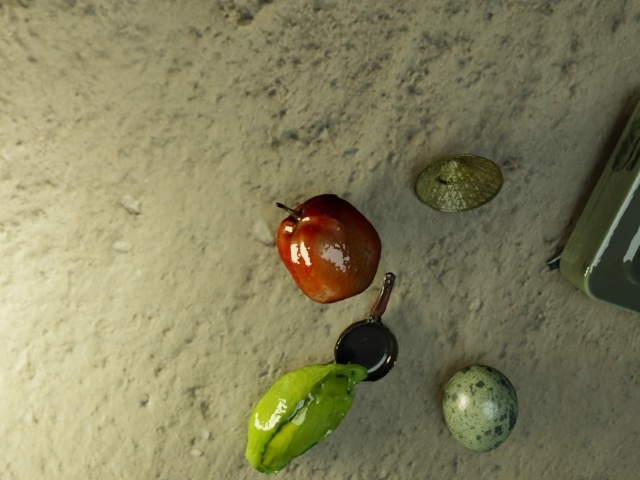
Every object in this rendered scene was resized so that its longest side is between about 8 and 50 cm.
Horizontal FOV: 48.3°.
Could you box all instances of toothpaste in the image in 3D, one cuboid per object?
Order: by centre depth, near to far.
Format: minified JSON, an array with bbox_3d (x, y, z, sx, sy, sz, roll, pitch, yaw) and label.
[{"bbox_3d":[0.453,0.025,1.309,0.083,0.019,0.027,-36,128,1],"label":"toothpaste"}]

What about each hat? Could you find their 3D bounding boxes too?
[{"bbox_3d":[0.229,-0.117,1.194,0.146,0.067,0.146,1,144,1],"label":"hat"}]

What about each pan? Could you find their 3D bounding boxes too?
[{"bbox_3d":[0.089,0.146,1.231,0.114,0.040,0.212,8,109,-16],"label":"pan"}]

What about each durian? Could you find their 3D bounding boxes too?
[{"bbox_3d":[-0.036,0.289,1.209,0.250,0.101,0.139,-51,139,6],"label":"durian"}]

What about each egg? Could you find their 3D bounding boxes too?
[{"bbox_3d":[0.285,0.303,1.277,0.132,0.132,0.172,-10,119,-12],"label":"egg"}]

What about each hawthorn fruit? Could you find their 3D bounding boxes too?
[{"bbox_3d":[0.000,0.000,1.109,0.157,0.157,0.194,-45,115,0],"label":"hawthorn fruit"}]

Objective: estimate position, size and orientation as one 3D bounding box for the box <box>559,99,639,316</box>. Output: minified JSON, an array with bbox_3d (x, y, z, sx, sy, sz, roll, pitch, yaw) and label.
[{"bbox_3d":[0.672,-0.040,1.282,0.396,0.111,0.396,17,105,-21],"label":"box"}]
